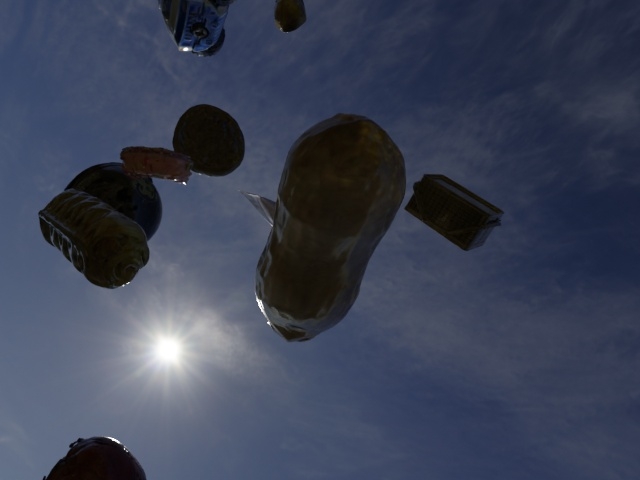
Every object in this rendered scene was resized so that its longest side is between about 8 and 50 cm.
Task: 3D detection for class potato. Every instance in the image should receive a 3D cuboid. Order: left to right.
[{"bbox_3d":[-0.082,-0.614,1.150,0.096,0.103,0.066,-24,-41,4],"label":"potato"}]

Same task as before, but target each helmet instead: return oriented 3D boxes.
[{"bbox_3d":[-0.515,-0.057,1.078,0.160,0.278,0.230,20,-23,36],"label":"helmet"}]

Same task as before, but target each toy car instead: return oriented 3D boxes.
[{"bbox_3d":[-0.115,-0.243,0.346,0.080,0.070,0.170,-28,-108,61],"label":"toy car"}]

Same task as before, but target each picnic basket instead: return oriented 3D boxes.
[{"bbox_3d":[0.257,-0.058,0.825,0.164,0.115,0.079,40,-63,27],"label":"picnic basket"}]

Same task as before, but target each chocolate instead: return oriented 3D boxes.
[{"bbox_3d":[0.000,0.000,0.486,0.134,0.134,0.309,31,-49,16],"label":"chocolate"}]

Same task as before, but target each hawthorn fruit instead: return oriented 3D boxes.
[{"bbox_3d":[-0.349,0.399,0.676,0.148,0.148,0.172,-33,-69,33],"label":"hawthorn fruit"}]

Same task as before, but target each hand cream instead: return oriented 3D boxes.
[{"bbox_3d":[-0.090,-0.056,0.825,0.142,0.053,0.084,40,-12,-36],"label":"hand cream"}]

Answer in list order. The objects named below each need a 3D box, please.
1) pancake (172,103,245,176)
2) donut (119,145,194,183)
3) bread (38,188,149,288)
[{"bbox_3d":[-0.360,-0.322,1.386,0.050,0.242,0.241,-2,-70,68],"label":"pancake"},{"bbox_3d":[-0.368,-0.164,0.924,0.166,0.117,0.065,3,-93,23],"label":"donut"},{"bbox_3d":[-0.330,-0.007,0.619,0.269,0.098,0.087,20,-23,43],"label":"bread"}]
